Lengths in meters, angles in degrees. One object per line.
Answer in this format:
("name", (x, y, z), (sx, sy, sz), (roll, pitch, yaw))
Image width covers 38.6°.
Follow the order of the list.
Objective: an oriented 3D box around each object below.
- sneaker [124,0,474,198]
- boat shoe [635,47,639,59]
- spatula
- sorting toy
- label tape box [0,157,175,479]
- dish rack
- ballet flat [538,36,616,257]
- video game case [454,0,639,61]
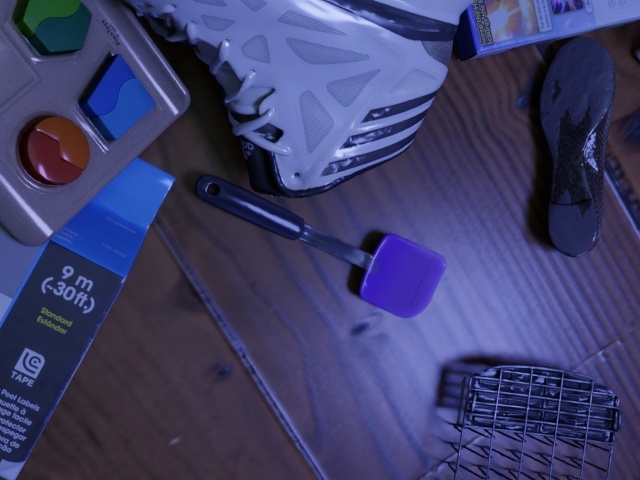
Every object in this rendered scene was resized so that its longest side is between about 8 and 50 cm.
("sneaker", (-0.080, -0.168, 0.857), (0.448, 0.169, 0.257), (8, 107, -22))
("boat shoe", (0.427, -0.186, 1.066), (0.137, 0.049, 0.043), (42, 126, -12))
("spatula", (0.000, 0.000, 0.992), (0.297, 0.030, 0.084), (24, 89, -11))
("sorting toy", (-0.273, -0.177, 0.819), (0.229, 0.041, 0.307), (-48, 118, -27))
("label tape box", (-0.323, 0.025, 0.892), (0.241, 0.106, 0.333), (29, 86, -11))
("dish rack", (0.227, 0.275, 1.029), (0.208, 0.074, 0.271), (9, 88, -13))
("ballet flat", (0.294, -0.105, 1.039), (0.084, 0.058, 0.249), (0, 86, 24))
("video game case", (0.245, -0.357, 1.014), (0.244, 0.061, 0.269), (-14, 94, -12))
